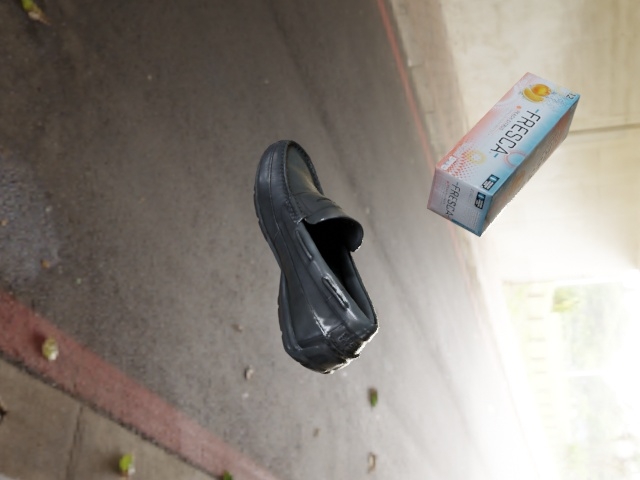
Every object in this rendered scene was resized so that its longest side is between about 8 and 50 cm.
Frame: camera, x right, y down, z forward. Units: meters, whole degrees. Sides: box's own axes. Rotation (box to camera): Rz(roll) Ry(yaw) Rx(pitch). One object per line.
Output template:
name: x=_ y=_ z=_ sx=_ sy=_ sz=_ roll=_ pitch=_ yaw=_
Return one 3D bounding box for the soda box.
soda box: x=0.178 y=-0.086 z=0.849 sx=0.183 sy=0.063 sz=0.058 roll=-44 pitch=154 yaw=-33

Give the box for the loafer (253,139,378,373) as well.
loafer: x=0.000 y=0.000 z=0.713 sx=0.076 sy=0.078 sz=0.223 roll=30 pitch=35 yaw=-42
